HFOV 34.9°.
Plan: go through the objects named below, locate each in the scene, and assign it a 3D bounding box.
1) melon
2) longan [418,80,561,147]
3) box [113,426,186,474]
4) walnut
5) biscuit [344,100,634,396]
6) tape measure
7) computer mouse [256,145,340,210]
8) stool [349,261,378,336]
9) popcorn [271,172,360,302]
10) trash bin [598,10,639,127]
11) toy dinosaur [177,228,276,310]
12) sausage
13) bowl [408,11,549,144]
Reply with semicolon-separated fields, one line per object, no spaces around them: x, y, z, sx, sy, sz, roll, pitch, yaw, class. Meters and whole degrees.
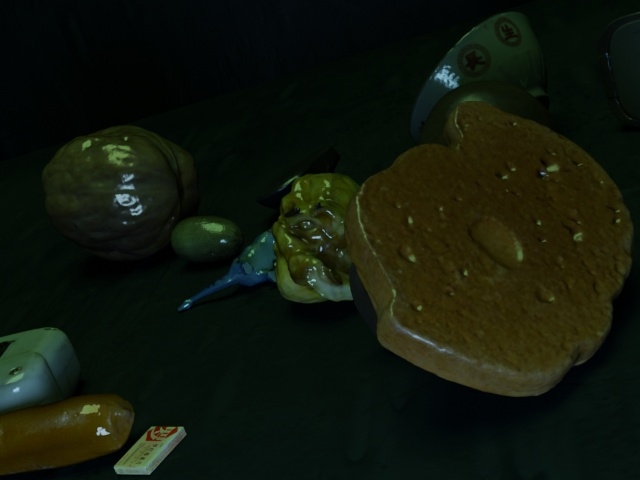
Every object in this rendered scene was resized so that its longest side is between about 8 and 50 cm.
-0.223;-0.003;2.018;0.162;0.099;0.099;-3;25;32;melon
0.281;-0.143;1.699;0.258;0.258;0.258;-17;19;6;longan
-0.229;0.283;1.376;0.058;0.015;0.093;-5;24;30;box
-0.441;-0.105;2.213;0.344;0.306;0.306;-8;22;24;walnut
0.225;0.008;1.293;0.350;0.078;0.455;39;51;15;biscuit
-0.522;0.241;1.598;0.258;0.130;0.265;-19;19;8;tape measure
-0.041;-0.116;2.169;0.147;0.088;0.264;-27;14;31;computer mouse
0.192;0.026;1.429;0.264;0.179;0.179;-34;24;-35;stool
0.002;0.004;1.663;0.190;0.191;0.253;-27;24;21;popcorn
0.673;-0.356;1.980;0.219;0.219;0.250;-6;16;28;trash bin
-0.105;0.036;1.842;0.329;0.076;0.144;-39;19;-22;toy dinosaur
-0.371;0.271;1.427;0.238;0.098;0.098;-13;20;14;sausage
0.351;-0.275;2.041;0.337;0.337;0.157;-30;61;-27;bowl
